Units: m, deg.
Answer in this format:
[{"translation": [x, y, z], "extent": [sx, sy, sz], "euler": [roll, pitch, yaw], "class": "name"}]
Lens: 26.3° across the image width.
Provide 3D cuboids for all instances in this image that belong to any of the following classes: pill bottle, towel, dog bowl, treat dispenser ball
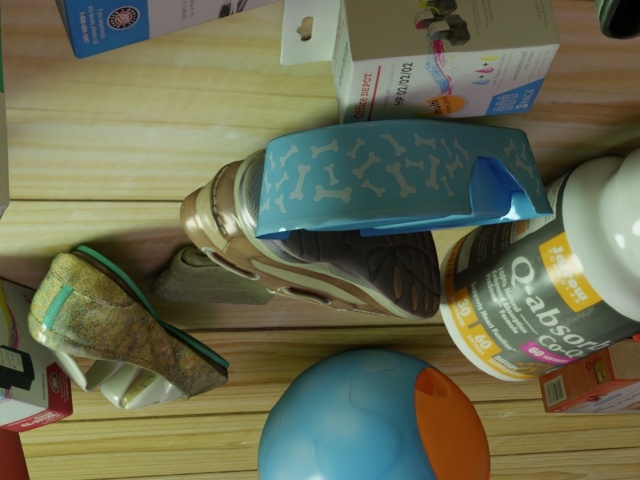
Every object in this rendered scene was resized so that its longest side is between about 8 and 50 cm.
[{"translation": [0.249, 0.018, 1.275], "extent": [0.162, 0.162, 0.278], "euler": [6, 154, -33], "class": "pill bottle"}, {"translation": [-0.091, 0.036, 1.384], "extent": [0.148, 0.027, 0.110], "euler": [2, 157, -27], "class": "towel"}, {"translation": [0.067, -0.046, 1.071], "extent": [0.166, 0.074, 0.297], "euler": [-7, 178, 34], "class": "dog bowl"}, {"translation": [0.065, 0.277, 1.691], "extent": [0.288, 0.288, 0.288], "euler": [-7, 159, -3], "class": "treat dispenser ball"}]

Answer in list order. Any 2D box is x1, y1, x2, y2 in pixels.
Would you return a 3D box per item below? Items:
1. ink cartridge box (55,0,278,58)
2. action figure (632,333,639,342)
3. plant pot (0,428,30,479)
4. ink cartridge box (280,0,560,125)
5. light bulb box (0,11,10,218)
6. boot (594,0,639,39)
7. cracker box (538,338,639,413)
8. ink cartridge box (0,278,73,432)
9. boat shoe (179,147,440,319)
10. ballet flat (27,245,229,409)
[{"translation": [-0.054, -0.183, 0.716], "extent": [0.191, 0.082, 0.139], "euler": [-19, 160, -12], "class": "ink cartridge box"}, {"translation": [0.367, 0.042, 1.479], "extent": [0.139, 0.091, 0.280], "euler": [-11, 160, 25], "class": "action figure"}, {"translation": [-0.444, 0.245, 1.490], "extent": [0.275, 0.243, 0.275], "euler": [-7, 159, -3], "class": "plant pot"}, {"translation": [0.066, -0.131, 0.967], "extent": [0.181, 0.061, 0.104], "euler": [-5, 159, -5], "class": "ink cartridge box"}, {"translation": [-0.389, -0.055, 0.773], "extent": [0.358, 0.225, 0.361], "euler": [4, 155, -26], "class": "light bulb box"}, {"translation": [0.145, -0.175, 0.746], "extent": [0.083, 0.161, 0.246], "euler": [-6, 158, -5], "class": "boot"}, {"translation": [0.445, 0.193, 1.918], "extent": [0.232, 0.067, 0.156], "euler": [3, 156, -28], "class": "cracker box"}, {"translation": [-0.327, 0.107, 1.337], "extent": [0.072, 0.127, 0.175], "euler": [-19, 157, 22], "class": "ink cartridge box"}, {"translation": [0.000, 0.000, 1.222], "extent": [0.116, 0.123, 0.324], "euler": [-11, 155, 32], "class": "boat shoe"}, {"translation": [-0.198, 0.112, 1.401], "extent": [0.123, 0.123, 0.348], "euler": [-12, 156, 11], "class": "ballet flat"}]
